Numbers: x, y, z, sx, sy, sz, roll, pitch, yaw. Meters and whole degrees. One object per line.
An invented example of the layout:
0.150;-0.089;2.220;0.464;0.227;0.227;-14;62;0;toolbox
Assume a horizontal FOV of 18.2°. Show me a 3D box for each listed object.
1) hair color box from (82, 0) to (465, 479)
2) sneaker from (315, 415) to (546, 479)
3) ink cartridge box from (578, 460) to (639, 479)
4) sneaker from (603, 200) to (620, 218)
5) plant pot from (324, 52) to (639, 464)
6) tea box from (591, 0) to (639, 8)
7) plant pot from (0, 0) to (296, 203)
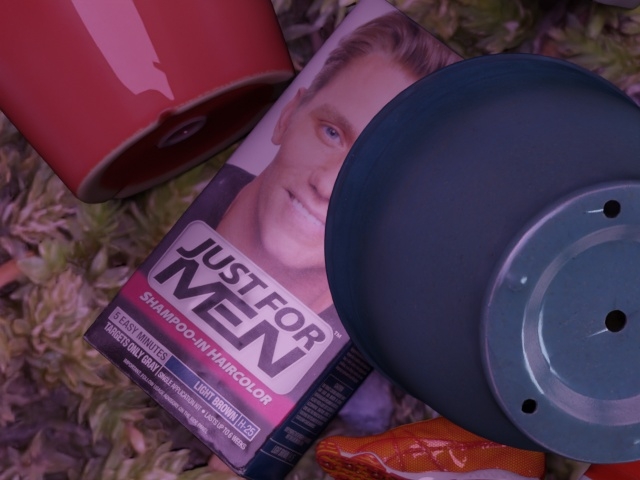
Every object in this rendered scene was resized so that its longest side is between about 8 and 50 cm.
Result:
0.000;0.000;1.524;0.174;0.105;0.347;39;88;19;hair color box
0.083;0.162;1.497;0.175;0.064;0.067;3;56;11;sneaker
0.293;0.254;1.348;0.308;0.091;0.385;27;69;18;ink cartridge box
0.219;-0.025;1.513;0.109;0.040;0.043;9;68;10;sneaker
0.159;0.024;1.334;0.272;0.255;0.271;-2;103;-11;plant pot
0.147;-0.370;1.433;0.220;0.323;0.329;-41;69;30;tea box
-0.160;-0.179;1.538;0.275;0.275;0.243;-31;81;5;plant pot
